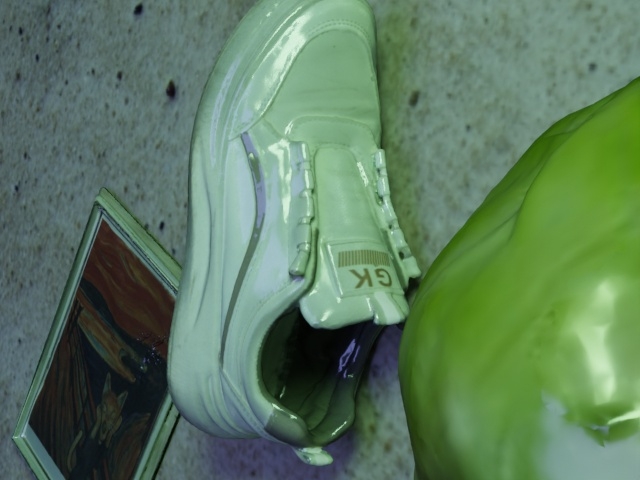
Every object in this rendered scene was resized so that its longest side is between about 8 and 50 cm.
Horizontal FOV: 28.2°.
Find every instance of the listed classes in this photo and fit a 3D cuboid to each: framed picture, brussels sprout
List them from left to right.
[{"bbox_3d":[-0.185,0.120,1.078,0.216,0.016,0.273,41,116,45],"label":"framed picture"},{"bbox_3d":[0.169,0.081,0.449,0.328,0.328,0.247,64,148,33],"label":"brussels sprout"}]

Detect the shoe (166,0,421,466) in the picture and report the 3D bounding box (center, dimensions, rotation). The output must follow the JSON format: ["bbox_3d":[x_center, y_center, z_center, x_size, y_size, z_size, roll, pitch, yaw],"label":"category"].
[{"bbox_3d":[0.000,0.000,0.801,0.159,0.124,0.316,29,113,48],"label":"shoe"}]
